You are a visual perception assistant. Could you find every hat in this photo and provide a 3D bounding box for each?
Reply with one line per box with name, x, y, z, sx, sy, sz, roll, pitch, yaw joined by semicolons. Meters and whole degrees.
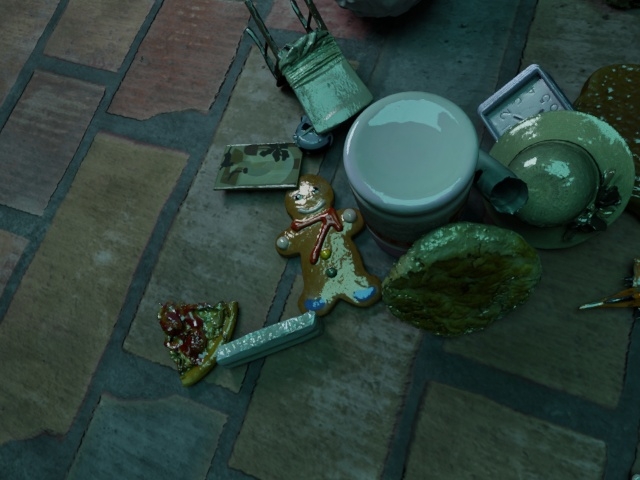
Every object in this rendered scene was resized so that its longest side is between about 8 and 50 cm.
hat;0.393;-0.095;0.764;0.257;0.130;0.258;11;109;33

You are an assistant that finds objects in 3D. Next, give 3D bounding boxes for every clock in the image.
clock;0.419;-0.224;0.861;0.144;0.073;0.194;-39;66;36

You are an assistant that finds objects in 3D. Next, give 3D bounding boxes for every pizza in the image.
pizza;-0.286;0.196;0.932;0.193;0.053;0.201;19;79;17

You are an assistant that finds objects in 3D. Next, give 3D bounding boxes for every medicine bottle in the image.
medicine bottle;0.162;-0.092;0.782;0.202;0.316;0.203;-4;73;13

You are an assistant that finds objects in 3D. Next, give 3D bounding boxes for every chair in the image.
chair;-0.029;-0.406;1.004;0.160;0.186;0.319;-33;99;-3

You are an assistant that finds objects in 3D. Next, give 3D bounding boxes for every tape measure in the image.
tape measure;-0.014;-0.241;1.001;0.091;0.054;0.094;7;57;8

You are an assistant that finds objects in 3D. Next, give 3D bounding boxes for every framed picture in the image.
framed picture;-0.142;-0.174;1.018;0.200;0.010;0.136;0;58;13

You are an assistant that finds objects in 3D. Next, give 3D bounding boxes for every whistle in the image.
whistle;0.292;-0.130;0.798;0.062;0.312;0.062;1;115;2

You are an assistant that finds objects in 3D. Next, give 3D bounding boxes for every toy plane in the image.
toy plane;0.557;0.101;0.778;0.188;0.062;0.135;-18;70;21

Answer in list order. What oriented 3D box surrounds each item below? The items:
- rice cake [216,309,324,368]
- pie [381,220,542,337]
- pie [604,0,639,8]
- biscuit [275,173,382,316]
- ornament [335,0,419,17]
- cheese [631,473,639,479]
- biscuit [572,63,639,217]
rice cake;-0.102;0.201;0.875;0.226;0.085;0.040;-22;63;5
pie;0.241;0.073;0.754;0.273;0.274;0.055;-15;41;8
pie;0.715;-0.658;0.946;0.354;0.103;0.289;-15;71;12
biscuit;0.000;-0.001;0.935;0.205;0.049;0.324;-16;69;8
ornament;0.137;-0.671;0.970;0.336;0.337;0.338;-4;73;11
cheese;0.493;0.499;0.670;0.127;0.050;0.256;7;73;16
biscuit;0.680;-0.205;0.830;0.380;0.074;0.359;-16;70;6
